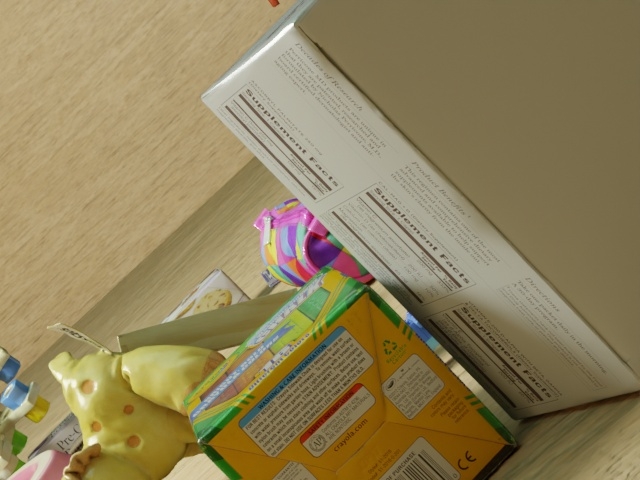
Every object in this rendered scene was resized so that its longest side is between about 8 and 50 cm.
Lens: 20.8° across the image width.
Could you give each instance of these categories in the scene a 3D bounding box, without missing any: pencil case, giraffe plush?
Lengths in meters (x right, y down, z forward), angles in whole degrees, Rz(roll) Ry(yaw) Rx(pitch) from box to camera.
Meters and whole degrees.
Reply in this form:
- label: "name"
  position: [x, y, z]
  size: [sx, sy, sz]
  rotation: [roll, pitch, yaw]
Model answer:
- label: "pencil case"
  position: [0.000, 0.000, 1.754]
  size: [0.104, 0.104, 0.236]
  rotation: [-46, 9, -12]
- label: "giraffe plush"
  position: [-0.150, 0.181, 1.441]
  size: [0.181, 0.210, 0.171]
  rotation: [-24, 50, 57]

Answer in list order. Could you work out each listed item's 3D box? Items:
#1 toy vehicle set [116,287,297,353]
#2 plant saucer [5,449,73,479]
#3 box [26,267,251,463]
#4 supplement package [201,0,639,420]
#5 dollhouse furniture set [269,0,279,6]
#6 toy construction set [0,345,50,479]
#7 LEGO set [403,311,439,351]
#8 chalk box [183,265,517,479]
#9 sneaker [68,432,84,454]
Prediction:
- label: "toy vehicle set"
  position: [-0.109, 0.090, 1.669]
  size: [0.166, 0.035, 0.267]
  rotation: [-15, -3, -7]
- label: "plant saucer"
  position: [-0.336, 0.332, 1.791]
  size: [0.332, 0.084, 0.332]
  rotation: [-44, 7, 7]
- label: "box"
  position: [-0.212, 0.167, 2.073]
  size: [0.324, 0.067, 0.063]
  rotation: [-44, 8, -6]
- label: "supplement package"
  position: [0.110, -0.069, 0.968]
  size: [0.204, 0.262, 0.145]
  rotation: [-48, 9, -24]
- label: "dollhouse furniture set"
  position: [0.052, -0.224, 2.057]
  size: [0.135, 0.259, 0.262]
  rotation: [-34, 7, 2]
- label: "toy construction set"
  position: [-0.438, 0.295, 2.023]
  size: [0.215, 0.151, 0.328]
  rotation: [-94, 28, -60]
- label: "LEGO set"
  position: [0.094, 0.011, 1.249]
  size: [0.227, 0.093, 0.087]
  rotation: [-45, 8, -4]
- label: "chalk box"
  position: [0.008, 0.106, 1.060]
  size: [0.132, 0.132, 0.213]
  rotation: [-45, 8, -4]
- label: "sneaker"
  position: [-0.212, 0.194, 1.934]
  size: [0.188, 0.066, 0.071]
  rotation: [-39, 9, 29]
